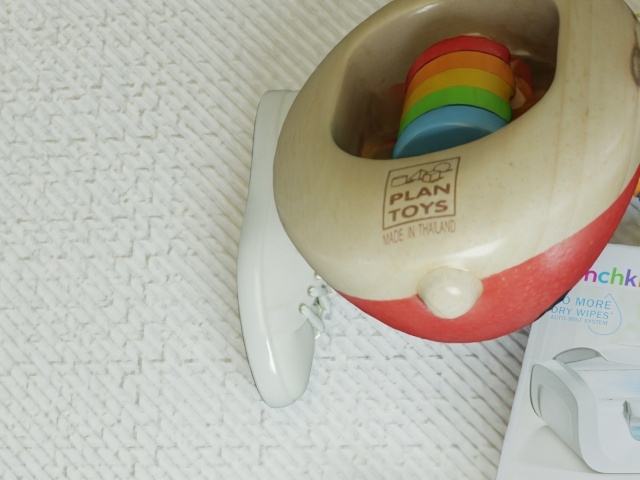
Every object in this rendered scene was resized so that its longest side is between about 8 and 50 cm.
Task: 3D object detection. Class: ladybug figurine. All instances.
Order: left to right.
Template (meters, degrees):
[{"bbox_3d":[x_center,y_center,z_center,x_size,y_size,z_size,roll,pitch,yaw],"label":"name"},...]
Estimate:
[{"bbox_3d":[0.121,-0.064,1.523,0.305,0.162,0.449,-10,32,19],"label":"ladybug figurine"}]

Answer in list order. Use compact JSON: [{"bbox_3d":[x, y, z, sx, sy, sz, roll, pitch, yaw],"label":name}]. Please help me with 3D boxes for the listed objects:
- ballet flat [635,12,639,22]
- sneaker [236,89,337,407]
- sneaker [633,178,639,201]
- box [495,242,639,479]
[{"bbox_3d":[0.311,-0.162,1.628,0.241,0.091,0.077,-1,28,44],"label":"ballet flat"},{"bbox_3d":[0.000,0.000,1.653,0.123,0.106,0.290,-2,71,15],"label":"sneaker"},{"bbox_3d":[0.367,-0.079,1.618,0.221,0.083,0.087,-33,82,7],"label":"sneaker"},{"bbox_3d":[0.292,0.136,1.507,0.262,0.127,0.231,7,62,19],"label":"box"}]
